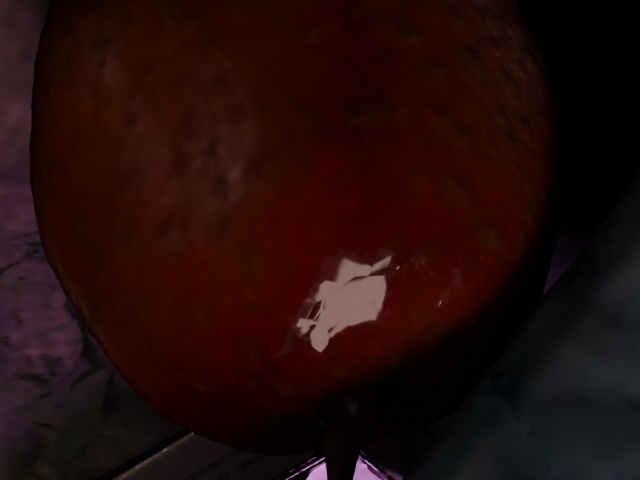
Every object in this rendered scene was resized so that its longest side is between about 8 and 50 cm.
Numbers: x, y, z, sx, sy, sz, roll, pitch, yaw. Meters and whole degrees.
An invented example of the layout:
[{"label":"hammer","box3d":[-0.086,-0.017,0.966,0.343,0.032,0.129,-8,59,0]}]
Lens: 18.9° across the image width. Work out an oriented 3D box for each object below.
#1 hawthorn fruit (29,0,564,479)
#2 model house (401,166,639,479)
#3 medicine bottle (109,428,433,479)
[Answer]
[{"label":"hawthorn fruit","box3d":[0.000,0.000,0.517,0.163,0.203,0.162,-11,141,-9]},{"label":"model house","box3d":[0.191,0.159,0.531,0.360,0.339,0.297,-50,157,-24]},{"label":"medicine bottle","box3d":[-0.008,0.144,0.793,0.171,0.052,0.201,-32,137,19]}]
